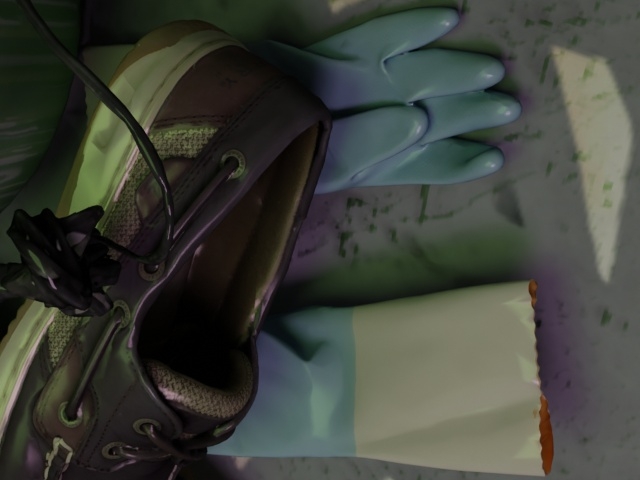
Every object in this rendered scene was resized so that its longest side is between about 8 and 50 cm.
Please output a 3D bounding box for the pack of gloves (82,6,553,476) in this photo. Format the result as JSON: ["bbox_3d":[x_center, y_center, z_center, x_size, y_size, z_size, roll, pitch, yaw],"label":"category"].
[{"bbox_3d":[0.000,0.000,0.730,0.232,0.046,0.195,-2,94,35],"label":"pack of gloves"}]

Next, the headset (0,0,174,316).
[{"bbox_3d":[-0.066,-0.170,0.583,0.243,0.185,0.394,8,84,-1],"label":"headset"}]

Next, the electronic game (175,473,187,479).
[{"bbox_3d":[-0.092,0.210,0.860,0.229,0.048,0.229,21,124,35],"label":"electronic game"}]

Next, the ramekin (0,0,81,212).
[{"bbox_3d":[-0.259,-0.109,0.745,0.303,0.148,0.303,2,97,17],"label":"ramekin"}]

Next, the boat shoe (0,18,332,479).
[{"bbox_3d":[-0.073,0.051,0.699,0.092,0.103,0.285,29,106,34],"label":"boat shoe"}]
